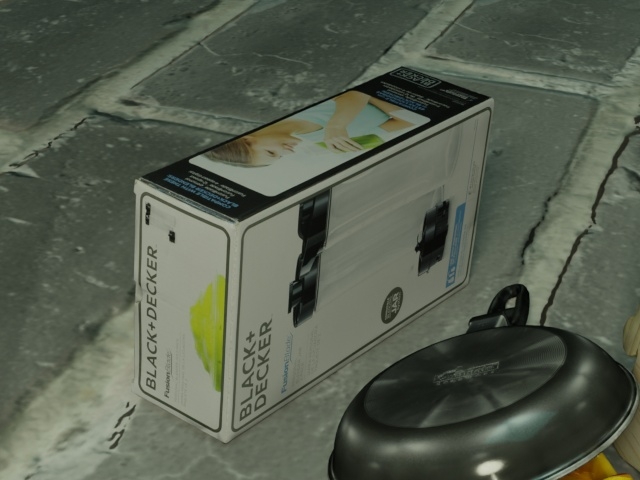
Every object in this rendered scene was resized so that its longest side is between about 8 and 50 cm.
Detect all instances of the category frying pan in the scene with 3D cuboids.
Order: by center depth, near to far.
[{"bbox_3d":[0.129,0.077,0.890,0.197,0.053,0.326,-6,21,38],"label":"frying pan"}]

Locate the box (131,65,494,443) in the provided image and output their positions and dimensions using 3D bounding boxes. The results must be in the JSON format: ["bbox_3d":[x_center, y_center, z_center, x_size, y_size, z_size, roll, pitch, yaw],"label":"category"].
[{"bbox_3d":[0.000,0.000,0.966,0.087,0.169,0.290,25,33,31],"label":"box"}]

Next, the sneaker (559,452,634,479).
[{"bbox_3d":[0.164,0.171,0.759,0.064,0.067,0.175,-7,31,-21],"label":"sneaker"}]

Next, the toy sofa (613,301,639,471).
[{"bbox_3d":[0.300,0.129,0.747,0.150,0.177,0.362,2,26,-12],"label":"toy sofa"}]
